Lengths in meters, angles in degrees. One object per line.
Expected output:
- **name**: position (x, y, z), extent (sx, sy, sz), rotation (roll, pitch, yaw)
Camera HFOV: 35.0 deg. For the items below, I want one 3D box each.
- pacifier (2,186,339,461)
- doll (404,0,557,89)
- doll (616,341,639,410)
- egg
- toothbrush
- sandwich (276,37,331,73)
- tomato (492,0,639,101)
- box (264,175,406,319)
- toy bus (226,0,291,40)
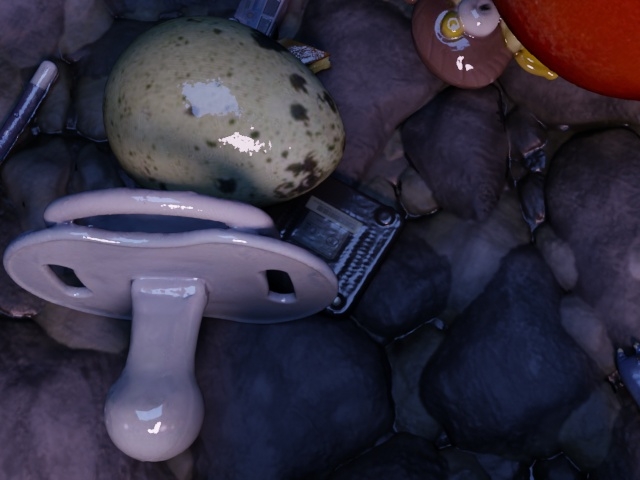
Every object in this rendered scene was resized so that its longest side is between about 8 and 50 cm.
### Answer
- **pacifier**: position (-0.129, 0.068, 0.844), extent (0.287, 0.238, 0.225), rotation (0, 70, 2)
- **doll**: position (0.173, -0.217, 0.978), extent (0.188, 0.096, 0.145), rotation (-5, 80, -6)
- **doll**: position (0.295, 0.149, 0.888), extent (0.037, 0.027, 0.125), rotation (-20, 69, -1)
- **egg**: position (-0.087, -0.110, 0.923), extent (0.228, 0.177, 0.177), rotation (15, 75, 14)
- **toothbrush**: position (-0.342, -0.059, 1.017), extent (0.024, 0.026, 0.288), rotation (29, 76, -4)
- **sandwich**: position (-0.034, -0.181, 1.017), extent (0.083, 0.031, 0.044), rotation (-23, 76, -4)
- **tomato**: position (0.285, -0.288, 0.862), extent (0.290, 0.293, 0.325), rotation (15, 62, -4)
- **box**: position (0.000, 0.000, 0.961), extent (0.126, 0.027, 0.125), rotation (29, 79, 14)
- **toy bus**: position (-0.060, -0.232, 1.034), extent (0.052, 0.037, 0.130), rotation (21, 75, 7)
